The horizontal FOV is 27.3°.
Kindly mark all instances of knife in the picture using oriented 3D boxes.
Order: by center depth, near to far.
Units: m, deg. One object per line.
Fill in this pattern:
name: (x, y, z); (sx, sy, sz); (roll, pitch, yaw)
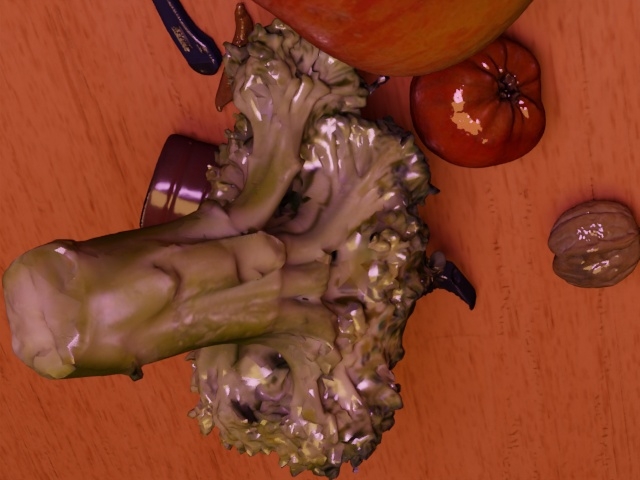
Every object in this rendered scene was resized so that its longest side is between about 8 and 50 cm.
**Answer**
knife: (-0.131, -0.205, 1.224); (0.031, 0.018, 0.121); (-17, 119, 30)

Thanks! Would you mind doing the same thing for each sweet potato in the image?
sweet potato: (-0.078, -0.170, 1.235); (0.026, 0.026, 0.115); (16, 122, 0)

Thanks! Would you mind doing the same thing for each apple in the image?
apple: (0.060, -0.277, 0.978); (0.301, 0.301, 0.301); (5, 125, 8)

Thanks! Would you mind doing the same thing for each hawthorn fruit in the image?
hawthorn fruit: (0.132, -0.118, 1.169); (0.140, 0.125, 0.125); (-26, 116, 24)

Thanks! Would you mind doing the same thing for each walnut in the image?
walnut: (0.262, 0.004, 1.255); (0.092, 0.092, 0.092); (5, 125, 8)

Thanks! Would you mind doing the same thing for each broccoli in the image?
broccoli: (-0.065, 0.060, 1.066); (0.275, 0.397, 0.353); (-23, 114, 37)

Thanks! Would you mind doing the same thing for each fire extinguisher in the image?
fire extinguisher: (0.000, 0.000, 1.300); (0.344, 0.102, 0.138); (18, 158, -2)
